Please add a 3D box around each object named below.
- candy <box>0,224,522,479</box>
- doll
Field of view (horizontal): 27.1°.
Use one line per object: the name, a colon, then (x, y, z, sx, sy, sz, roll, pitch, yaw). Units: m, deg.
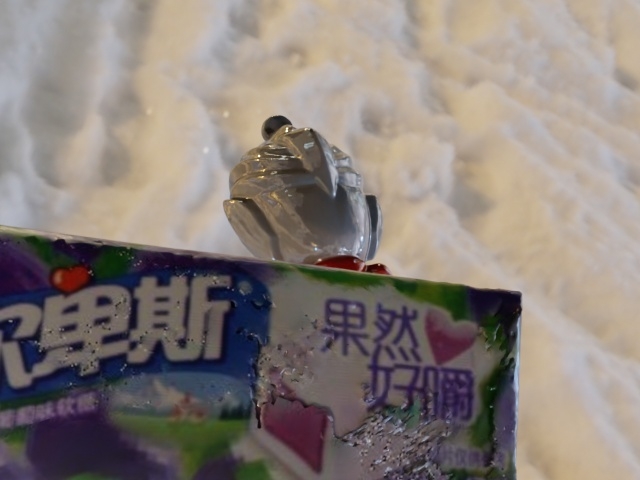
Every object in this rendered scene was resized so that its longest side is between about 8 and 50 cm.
candy: (-0.081, 0.042, 0.418, 0.312, 0.061, 0.088, 8, 78, -17)
doll: (0.000, 0.000, 0.708, 0.094, 0.079, 0.180, -5, 48, -26)
